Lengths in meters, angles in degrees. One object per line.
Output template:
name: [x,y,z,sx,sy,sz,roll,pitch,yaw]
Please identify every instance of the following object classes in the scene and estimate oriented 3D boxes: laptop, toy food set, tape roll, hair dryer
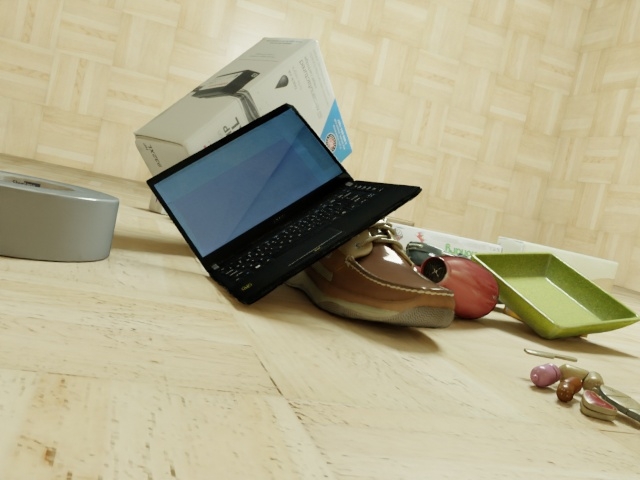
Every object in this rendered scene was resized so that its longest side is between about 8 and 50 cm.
laptop: [-0.058,-0.064,0.742,0.234,0.137,0.264,-33,19,-15]
toy food set: [0.228,0.133,0.546,0.077,0.019,0.122,11,12,-9]
tape roll: [-0.349,-0.035,0.710,0.219,0.072,0.219,12,3,-1]
hair dryer: [0.140,0.065,0.885,0.223,0.080,0.293,9,-10,-7]

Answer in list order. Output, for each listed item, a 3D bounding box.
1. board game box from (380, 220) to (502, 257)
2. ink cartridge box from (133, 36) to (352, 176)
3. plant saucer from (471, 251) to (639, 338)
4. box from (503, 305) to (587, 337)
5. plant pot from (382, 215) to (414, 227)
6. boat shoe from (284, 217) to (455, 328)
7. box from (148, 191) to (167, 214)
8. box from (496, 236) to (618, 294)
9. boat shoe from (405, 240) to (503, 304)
board game box: [0.214,0.023,1.351,0.305,0.053,0.193,10,-13,-21]
ink cartridge box: [-0.109,-0.155,0.998,0.129,0.223,0.307,16,51,39]
plant saucer: [0.339,0.084,0.916,0.188,0.045,0.188,0,30,-31]
box: [0.356,0.122,0.991,0.081,0.028,0.136,11,2,-12]
plant pot: [0.134,-0.024,1.708,0.237,0.110,0.237,12,3,-1]
boat shoe: [0.042,0.024,0.753,0.123,0.117,0.324,9,5,-33]
box: [-0.281,-0.083,1.586,0.063,0.067,0.324,15,6,43]
box: [0.657,0.081,1.746,0.311,0.121,0.148,11,4,-14]
boat shoe: [0.257,0.056,1.077,0.233,0.079,0.084,13,-34,-3]
